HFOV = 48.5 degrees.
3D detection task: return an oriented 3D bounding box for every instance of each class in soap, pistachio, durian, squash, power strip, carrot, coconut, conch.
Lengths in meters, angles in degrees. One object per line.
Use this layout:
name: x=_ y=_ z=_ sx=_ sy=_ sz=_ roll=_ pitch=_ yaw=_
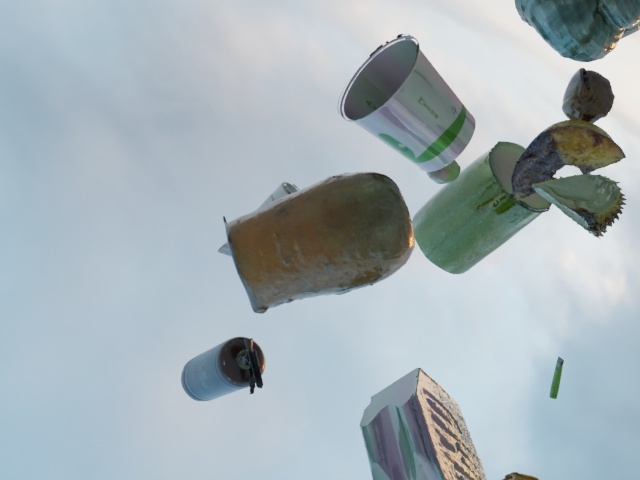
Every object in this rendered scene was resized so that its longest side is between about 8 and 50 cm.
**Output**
soap: x=0.223 y=0.470 z=1.462 sx=0.261 sy=0.156 sz=0.446 roll=45 pitch=-163 yaw=-26
pistachio: x=0.712 y=-0.384 z=1.887 sx=0.130 sy=0.165 sz=0.210 roll=2 pitch=-141 yaw=24
durian: x=0.590 y=-0.078 z=1.616 sx=0.139 sy=0.144 sz=0.252 roll=-4 pitch=-147 yaw=-12
squash: x=0.492 y=-0.099 z=2.191 sx=0.263 sy=0.384 sz=0.263 roll=21 pitch=-132 yaw=-25
power strip: x=0.668 y=-0.478 z=1.572 sx=0.169 sy=0.076 sz=0.028 roll=-3 pitch=-109 yaw=-62
carrot: x=0.000 y=0.000 z=1.349 sx=0.340 sy=0.224 sz=0.224 roll=-18 pitch=-129 yaw=1
coconut: x=0.306 y=-0.183 z=1.801 sx=0.083 sy=0.081 sz=0.082 roll=-19 pitch=-78 yaw=-13
conch: x=0.520 y=-0.463 z=1.419 sx=0.195 sy=0.277 sz=0.220 roll=44 pitch=-126 yaw=-45

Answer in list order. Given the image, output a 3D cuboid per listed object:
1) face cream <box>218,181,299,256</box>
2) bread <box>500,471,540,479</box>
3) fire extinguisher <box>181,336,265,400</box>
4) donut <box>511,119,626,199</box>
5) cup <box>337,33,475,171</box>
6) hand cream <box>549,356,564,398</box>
face cream: x=-0.142 y=-0.042 z=1.707 sx=0.092 sy=0.244 sz=0.058 roll=24 pitch=-150 yaw=-36
bread: x=0.446 y=0.676 z=1.685 sx=0.143 sy=0.269 sz=0.195 roll=63 pitch=174 yaw=-13
fire extinguisher: x=-0.209 y=0.296 z=1.603 sx=0.114 sy=0.337 sz=0.135 roll=0 pitch=-109 yaw=-30
donut: x=0.607 y=-0.232 z=1.823 sx=0.151 sy=0.295 sz=0.112 roll=56 pitch=-145 yaw=-14
cup: x=0.223 y=-0.320 z=1.732 sx=0.274 sy=0.253 sz=0.253 roll=35 pitch=-147 yaw=-29
hand cream: x=0.687 y=0.399 z=2.066 sx=0.023 sy=0.122 sz=0.036 roll=9 pitch=-173 yaw=-4
